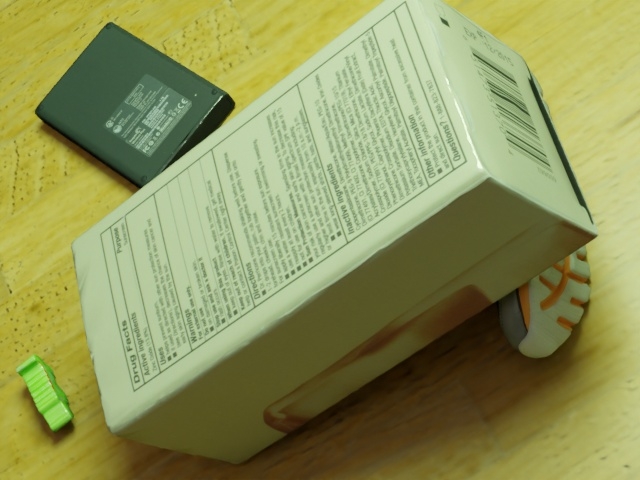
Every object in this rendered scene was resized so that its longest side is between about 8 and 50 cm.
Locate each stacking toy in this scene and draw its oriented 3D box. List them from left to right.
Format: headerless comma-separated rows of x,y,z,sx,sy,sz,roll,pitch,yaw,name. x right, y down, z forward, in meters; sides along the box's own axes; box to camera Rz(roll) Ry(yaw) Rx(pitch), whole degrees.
-0.296,0.093,1.132,0.167,0.052,0.221,-38,59,1,stacking toy

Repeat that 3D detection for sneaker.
0.115,-0.019,1.017,0.083,0.084,0.215,-22,55,25,sneaker

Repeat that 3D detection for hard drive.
-0.142,-0.101,1.183,0.135,0.022,0.094,33,81,31,hard drive

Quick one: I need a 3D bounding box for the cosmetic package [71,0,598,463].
0.000,0.000,0.963,0.296,0.129,0.153,-34,55,26,cosmetic package
